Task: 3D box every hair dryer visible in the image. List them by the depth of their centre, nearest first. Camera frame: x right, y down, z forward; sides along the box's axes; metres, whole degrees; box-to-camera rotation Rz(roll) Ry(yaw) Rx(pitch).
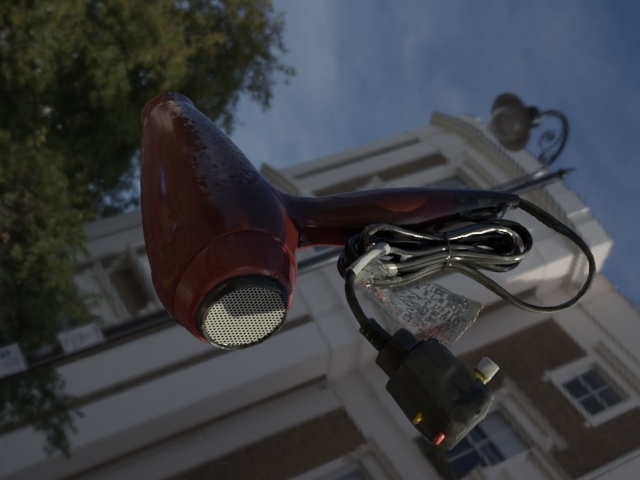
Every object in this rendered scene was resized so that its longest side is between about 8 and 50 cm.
[{"bbox_3d":[0.000,0.000,0.570,0.293,0.223,0.080,32,-56,15],"label":"hair dryer"}]
